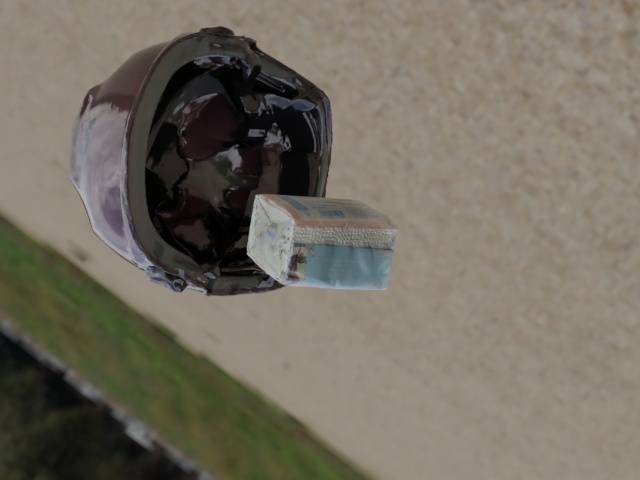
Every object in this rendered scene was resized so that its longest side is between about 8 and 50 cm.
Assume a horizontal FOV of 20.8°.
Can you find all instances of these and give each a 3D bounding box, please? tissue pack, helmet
[{"bbox_3d":[0.000,0.000,1.310,0.094,0.059,0.074,3,-161,-30],"label":"tissue pack"},{"bbox_3d":[-0.146,-0.084,1.814,0.197,0.271,0.338,9,178,40],"label":"helmet"}]
